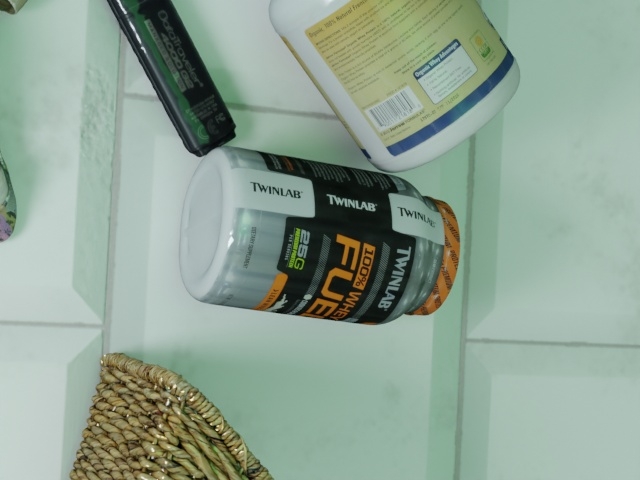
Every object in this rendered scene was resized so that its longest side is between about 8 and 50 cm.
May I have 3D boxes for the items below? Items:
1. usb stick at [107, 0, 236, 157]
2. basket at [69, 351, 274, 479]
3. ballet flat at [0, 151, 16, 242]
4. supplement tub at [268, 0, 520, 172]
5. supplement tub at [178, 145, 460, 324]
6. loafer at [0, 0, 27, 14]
[{"bbox_3d":[-0.193,-0.237,1.722,0.077,0.045,0.278,-34,102,-28],"label":"usb stick"},{"bbox_3d":[-0.147,0.267,1.594,0.213,0.299,0.223,19,82,-23],"label":"basket"},{"bbox_3d":[-0.399,-0.103,1.609,0.077,0.079,0.222,-15,95,-24],"label":"ballet flat"},{"bbox_3d":[0.078,-0.267,1.742,0.228,0.228,0.316,-41,105,-19],"label":"supplement tub"},{"bbox_3d":[0.000,0.000,1.722,0.316,0.193,0.194,8,86,-23],"label":"supplement tub"},{"bbox_3d":[-0.441,-0.324,1.582,0.268,0.102,0.092,11,79,-24],"label":"loafer"}]
